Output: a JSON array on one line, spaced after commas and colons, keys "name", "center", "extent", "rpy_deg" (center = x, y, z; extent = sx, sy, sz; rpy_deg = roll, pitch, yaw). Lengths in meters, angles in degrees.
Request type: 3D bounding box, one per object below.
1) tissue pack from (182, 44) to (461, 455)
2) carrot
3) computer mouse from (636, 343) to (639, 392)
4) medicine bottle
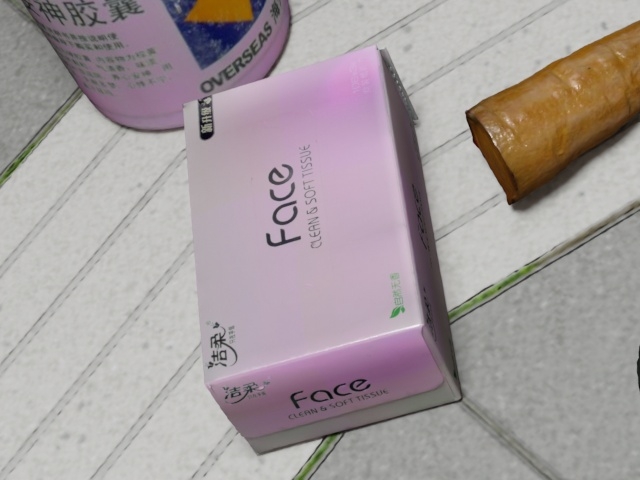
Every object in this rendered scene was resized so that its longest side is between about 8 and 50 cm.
[{"name": "tissue pack", "center": [0.000, 0.000, 1.185], "extent": [0.148, 0.092, 0.246], "rpy_deg": [-16, 49, 10]}, {"name": "carrot", "center": [0.193, -0.104, 1.207], "extent": [0.205, 0.072, 0.072], "rpy_deg": [-31, 48, -12]}, {"name": "computer mouse", "center": [0.267, 0.136, 0.956], "extent": [0.170, 0.100, 0.269], "rpy_deg": [-15, 55, 18]}, {"name": "medicine bottle", "center": [-0.148, -0.232, 1.298], "extent": [0.178, 0.291, 0.178], "rpy_deg": [-11, 51, 14]}]
